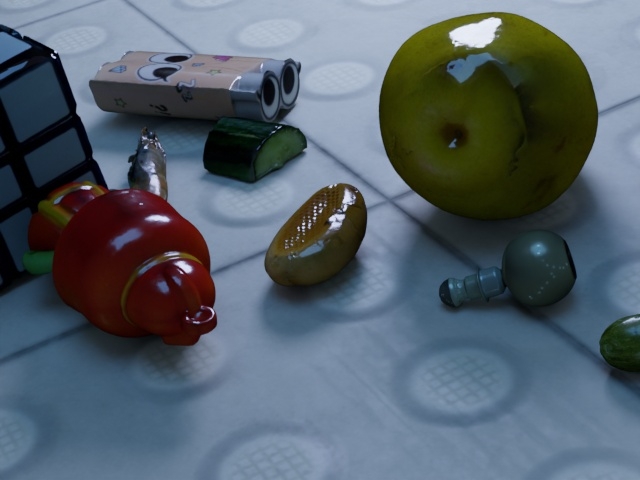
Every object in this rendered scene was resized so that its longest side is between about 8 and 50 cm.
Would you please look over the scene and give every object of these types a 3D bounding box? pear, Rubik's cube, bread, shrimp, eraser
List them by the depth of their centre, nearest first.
[{"bbox_3d":[0.000,0.000,1.745,0.114,0.077,0.189,-11,27,37],"label":"bread"},{"bbox_3d":[0.220,-0.175,1.781,0.285,0.285,0.336,-2,32,11],"label":"pear"},{"bbox_3d":[-0.489,-0.115,1.833,0.293,0.283,0.288,-38,41,-25],"label":"Rubik's cube"},{"bbox_3d":[-0.284,-0.086,1.968,0.143,0.052,0.251,-8,33,8],"label":"shrimp"},{"bbox_3d":[-0.192,-0.243,2.148,0.290,0.087,0.171,7,26,23],"label":"eraser"}]

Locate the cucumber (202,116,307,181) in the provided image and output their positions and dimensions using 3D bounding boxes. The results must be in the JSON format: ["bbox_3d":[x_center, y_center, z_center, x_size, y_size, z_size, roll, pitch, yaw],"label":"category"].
[{"bbox_3d":[-0.100,-0.141,2.003,0.115,0.062,0.116,12,36,36],"label":"cucumber"}]

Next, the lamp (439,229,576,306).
[{"bbox_3d":[0.218,0.043,1.625,0.163,0.091,0.091,-16,30,16],"label":"lamp"}]

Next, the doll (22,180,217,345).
[{"bbox_3d":[-0.231,0.028,1.675,0.182,0.160,0.363,-21,36,-30],"label":"doll"}]

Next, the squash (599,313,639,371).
[{"bbox_3d":[0.422,0.105,1.482,0.239,0.069,0.069,-4,33,8],"label":"squash"}]
